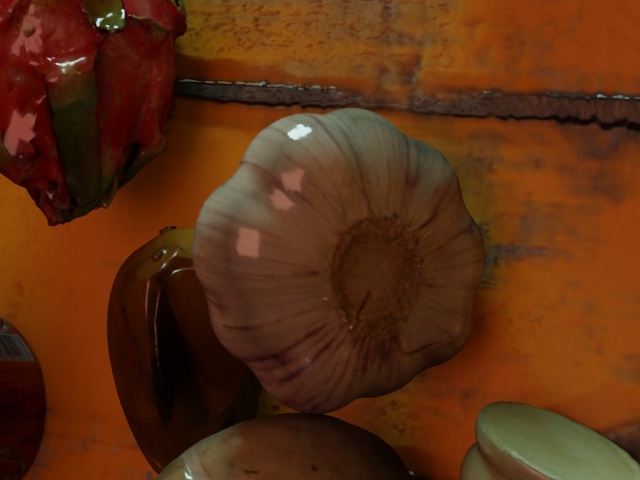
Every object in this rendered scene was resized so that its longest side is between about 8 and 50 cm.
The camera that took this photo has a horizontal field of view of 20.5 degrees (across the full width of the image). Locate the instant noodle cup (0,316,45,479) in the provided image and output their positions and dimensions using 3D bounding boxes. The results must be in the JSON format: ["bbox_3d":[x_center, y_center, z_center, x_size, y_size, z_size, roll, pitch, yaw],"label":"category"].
[{"bbox_3d":[-0.396,0.162,1.688,0.250,0.192,0.250,-1,88,32],"label":"instant noodle cup"}]

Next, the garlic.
[{"bbox_3d":[0.000,0.000,1.462,0.253,0.245,0.245,33,109,66],"label":"garlic"}]

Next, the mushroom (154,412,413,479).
[{"bbox_3d":[-0.039,0.252,1.462,0.255,0.255,0.184,-41,34,24],"label":"mushroom"}]

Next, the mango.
[{"bbox_3d":[-0.115,0.104,1.551,0.166,0.136,0.236,-170,76,-64],"label":"mango"}]

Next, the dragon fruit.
[{"bbox_3d":[-0.240,-0.168,1.586,0.237,0.231,0.303,-13,92,19],"label":"dragon fruit"}]

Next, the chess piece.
[{"bbox_3d":[0.145,0.270,1.390,0.144,0.144,0.251,30,109,29],"label":"chess piece"}]
